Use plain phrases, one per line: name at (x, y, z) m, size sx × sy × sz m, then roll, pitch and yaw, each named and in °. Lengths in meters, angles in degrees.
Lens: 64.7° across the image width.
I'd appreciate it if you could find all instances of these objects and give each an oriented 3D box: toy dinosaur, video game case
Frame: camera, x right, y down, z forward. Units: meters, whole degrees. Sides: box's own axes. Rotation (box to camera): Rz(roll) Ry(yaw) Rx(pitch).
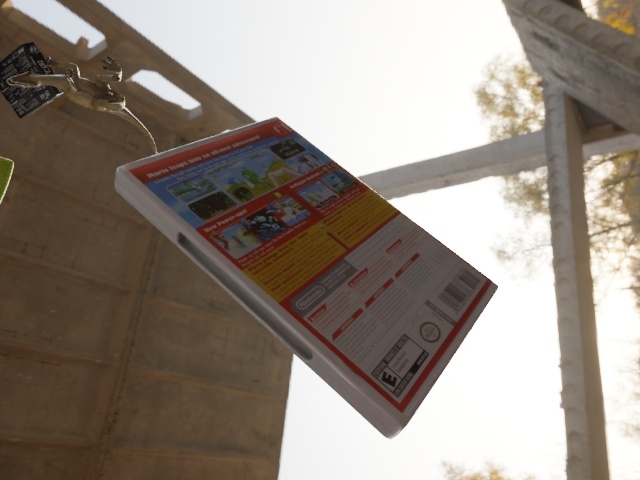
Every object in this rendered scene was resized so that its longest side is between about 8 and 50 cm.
toy dinosaur at (-0.262, -0.172, 0.602) m, size 0.183 × 0.092 × 0.053 m, roll 23°, pitch -113°, yaw -34°
video game case at (0.000, 0.000, 0.433) m, size 0.285 × 0.025 × 0.204 m, roll 40°, pitch -139°, yaw 14°

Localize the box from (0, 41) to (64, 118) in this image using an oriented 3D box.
box at (-0.369, -0.199, 0.633) m, size 0.067 × 0.083 × 0.018 m, roll 61°, pitch -148°, yaw -20°

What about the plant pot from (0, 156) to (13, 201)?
plant pot at (-0.636, -0.058, 0.750) m, size 0.228 × 0.227 × 0.207 m, roll 11°, pitch -89°, yaw -54°
